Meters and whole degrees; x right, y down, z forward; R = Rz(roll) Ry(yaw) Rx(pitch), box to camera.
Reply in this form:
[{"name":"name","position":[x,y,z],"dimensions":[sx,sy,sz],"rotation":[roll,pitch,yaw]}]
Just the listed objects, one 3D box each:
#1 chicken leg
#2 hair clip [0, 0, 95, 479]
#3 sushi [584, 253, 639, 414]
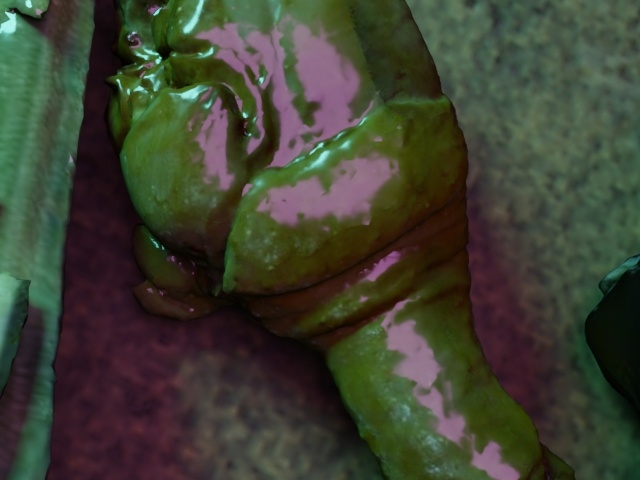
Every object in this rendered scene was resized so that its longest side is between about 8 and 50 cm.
[{"name":"chicken leg","position":[0.000,0.000,0.436],"dimensions":[0.103,0.088,0.227],"rotation":[-19,87,-25]},{"name":"hair clip","position":[-0.123,-0.048,0.418],"dimensions":[0.138,0.091,0.321],"rotation":[5,64,0]},{"name":"sushi","position":[0.197,0.054,0.410],"dimensions":[0.212,0.215,0.227],"rotation":[-26,103,-11]}]
